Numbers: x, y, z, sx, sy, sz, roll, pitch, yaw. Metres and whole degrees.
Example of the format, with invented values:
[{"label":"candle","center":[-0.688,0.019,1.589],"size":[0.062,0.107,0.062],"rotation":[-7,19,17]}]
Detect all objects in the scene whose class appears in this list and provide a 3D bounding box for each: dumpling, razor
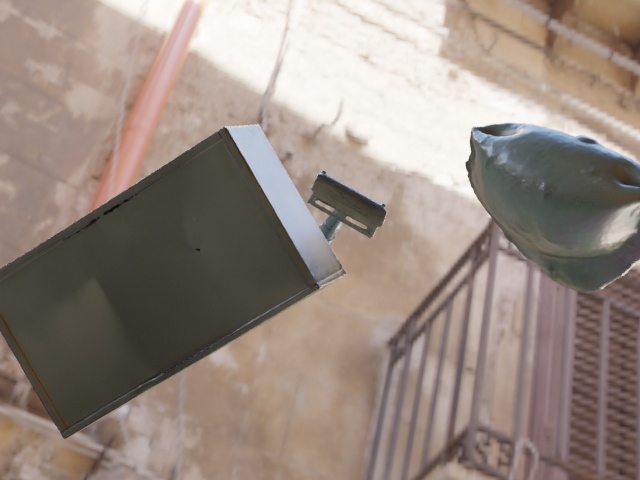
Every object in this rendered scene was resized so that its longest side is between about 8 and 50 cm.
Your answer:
[{"label":"dumpling","center":[0.223,-0.033,1.216],"size":[0.217,0.105,0.149],"rotation":[17,-19,42]},{"label":"razor","center":[0.000,0.000,1.189],"size":[0.068,0.040,0.135],"rotation":[29,-39,-5]}]

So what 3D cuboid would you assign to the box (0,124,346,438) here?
[{"label":"box","center":[-0.114,0.029,0.987],"size":[0.225,0.086,0.129],"rotation":[-31,-92,15]}]
